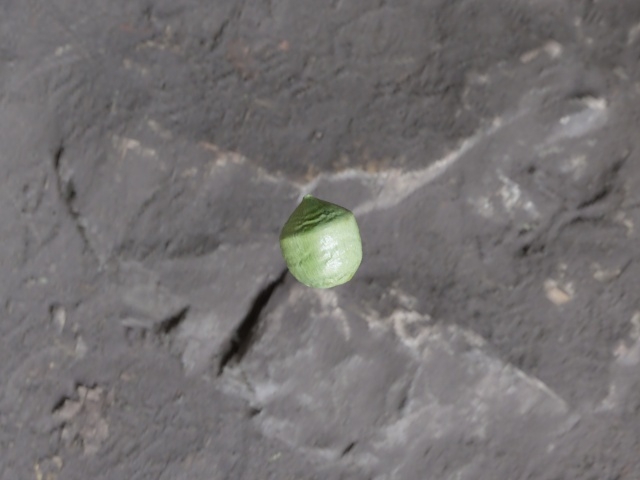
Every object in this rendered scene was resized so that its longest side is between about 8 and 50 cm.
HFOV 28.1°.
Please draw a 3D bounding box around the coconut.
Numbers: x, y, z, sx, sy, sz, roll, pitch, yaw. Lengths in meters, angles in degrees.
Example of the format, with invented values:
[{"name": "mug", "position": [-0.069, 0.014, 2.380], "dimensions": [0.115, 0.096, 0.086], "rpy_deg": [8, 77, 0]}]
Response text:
[{"name": "coconut", "position": [0.000, 0.000, 1.279], "dimensions": [0.088, 0.088, 0.096], "rpy_deg": [-20, 95, -33]}]
